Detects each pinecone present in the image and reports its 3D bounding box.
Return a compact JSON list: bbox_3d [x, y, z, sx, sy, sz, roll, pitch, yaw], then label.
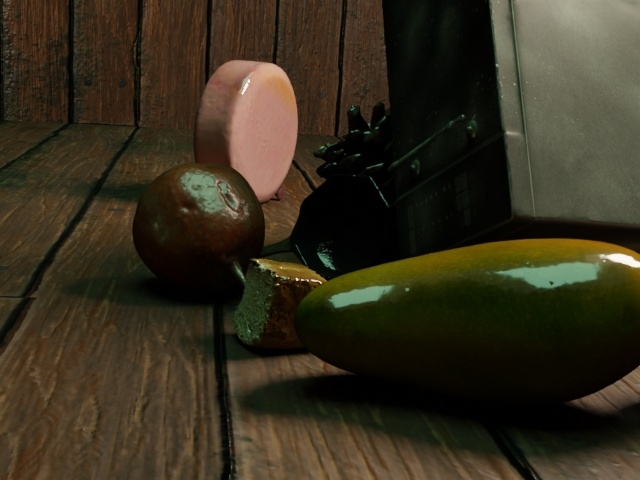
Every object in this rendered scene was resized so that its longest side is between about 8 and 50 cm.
[{"bbox_3d":[0.086,-0.070,1.274,0.205,0.184,0.179,38,14,-2],"label":"pinecone"}]

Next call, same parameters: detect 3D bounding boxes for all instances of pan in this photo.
[{"bbox_3d":[0.003,-0.016,1.199,0.202,0.128,0.048,8,-10,34],"label":"pan"}]

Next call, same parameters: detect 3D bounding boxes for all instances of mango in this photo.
[{"bbox_3d":[0.131,0.063,0.792,0.289,0.129,0.146,1,24,16],"label":"mango"}]

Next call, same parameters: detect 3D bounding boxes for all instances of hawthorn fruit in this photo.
[{"bbox_3d":[-0.121,-0.014,1.065,0.149,0.149,0.189,-4,9,-33],"label":"hawthorn fruit"}]

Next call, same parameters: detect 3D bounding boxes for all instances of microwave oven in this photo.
[{"bbox_3d":[0.273,-0.188,1.145,0.375,0.432,0.236,4,-16,-22],"label":"microwave oven"}]

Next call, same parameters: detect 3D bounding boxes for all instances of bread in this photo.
[{"bbox_3d":[-0.033,0.061,0.909,0.070,0.076,0.083,11,7,-25],"label":"bread"}]

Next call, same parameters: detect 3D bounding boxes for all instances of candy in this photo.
[{"bbox_3d":[-0.122,-0.176,1.669,0.094,0.255,0.255,10,13,22],"label":"candy"}]
